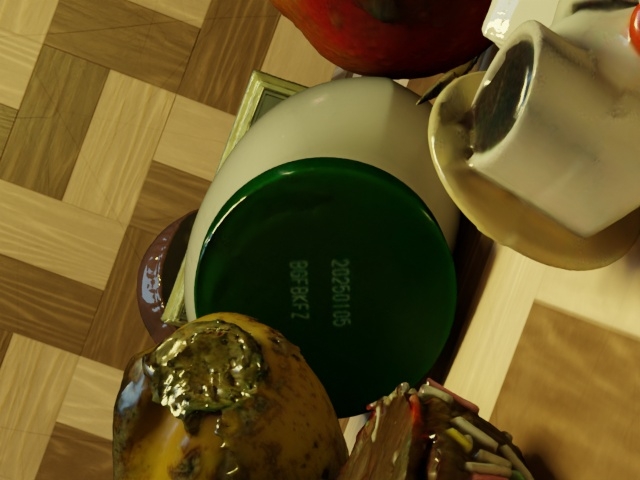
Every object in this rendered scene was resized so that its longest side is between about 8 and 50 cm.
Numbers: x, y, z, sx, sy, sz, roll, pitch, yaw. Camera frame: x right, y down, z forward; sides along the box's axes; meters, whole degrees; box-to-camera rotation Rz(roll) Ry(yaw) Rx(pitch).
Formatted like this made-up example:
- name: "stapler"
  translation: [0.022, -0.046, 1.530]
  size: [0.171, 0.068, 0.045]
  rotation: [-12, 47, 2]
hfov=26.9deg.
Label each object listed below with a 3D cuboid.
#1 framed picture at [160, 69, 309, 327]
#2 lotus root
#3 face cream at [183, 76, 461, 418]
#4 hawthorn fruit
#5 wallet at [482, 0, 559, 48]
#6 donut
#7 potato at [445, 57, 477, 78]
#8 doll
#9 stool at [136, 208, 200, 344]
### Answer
- name: "framed picture"
  translation: [-0.016, -0.012, 1.421]
  size: [0.018, 0.231, 0.293]
  rotation: [-124, 52, -65]
- name: "lotus root"
  translation: [-0.061, 0.218, 1.004]
  size: [0.196, 0.179, 0.397]
  rotation: [49, 154, 38]
- name: "face cream"
  translation: [0.000, 0.000, 1.208]
  size: [0.312, 0.219, 0.357]
  rotation: [-57, 8, 12]
- name: "hawthorn fruit"
  translation: [0.080, -0.271, 1.205]
  size: [0.369, 0.285, 0.284]
  rotation: [-113, 43, -70]
- name: "wallet"
  translation: [0.187, -0.217, 0.982]
  size: [0.033, 0.095, 0.190]
  rotation: [15, -84, -55]
- name: "donut"
  translation: [0.044, 0.213, 0.765]
  size: [0.270, 0.103, 0.269]
  rotation: [-157, 90, -84]
- name: "potato"
  translation: [0.154, -0.273, 1.449]
  size: [0.200, 0.081, 0.164]
  rotation: [114, 172, -47]
- name: "doll"
  translation: [0.146, -0.087, 0.653]
  size: [0.208, 0.144, 0.271]
  rotation: [-60, 2, 1]
- name: "stool"
  translation: [-0.112, 0.058, 1.944]
  size: [0.178, 0.272, 0.272]
  rotation: [-39, 29, 53]
